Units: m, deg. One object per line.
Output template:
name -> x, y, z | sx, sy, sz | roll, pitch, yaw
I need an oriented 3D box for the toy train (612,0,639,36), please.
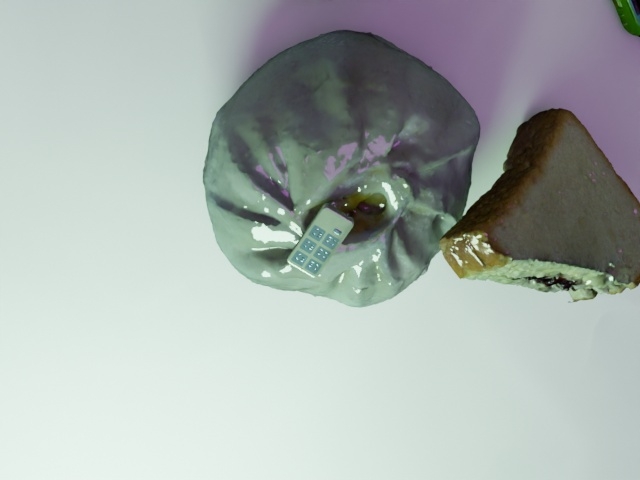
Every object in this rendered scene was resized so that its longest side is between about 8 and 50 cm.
toy train -> 0.383, -0.328, 0.988 | 0.042, 0.044, 0.209 | -30, 108, 3

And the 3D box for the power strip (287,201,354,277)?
power strip -> 0.000, 0.000, 0.863 | 0.040, 0.016, 0.090 | 31, 112, -9

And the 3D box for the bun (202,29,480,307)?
bun -> 0.031, -0.081, 0.946 | 0.354, 0.194, 0.355 | -2, 109, -7

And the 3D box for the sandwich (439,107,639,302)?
sandwich -> 0.295, 0.002, 0.976 | 0.254, 0.099, 0.288 | 55, 51, -16
